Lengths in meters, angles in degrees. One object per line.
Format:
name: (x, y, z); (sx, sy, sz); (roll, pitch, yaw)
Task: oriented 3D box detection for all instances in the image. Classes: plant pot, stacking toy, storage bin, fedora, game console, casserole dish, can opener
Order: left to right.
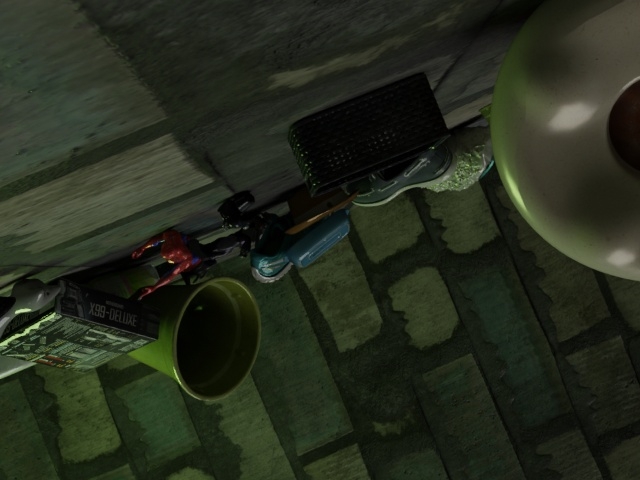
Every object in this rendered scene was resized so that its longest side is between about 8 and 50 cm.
game console: (-0.461, 0.076, 2.356); (0.122, 0.071, 0.107); (-22, -151, 14)
plant pot: (-0.321, 0.206, 1.828); (0.254, 0.276, 0.276); (6, -163, 37)
can opener: (-0.144, -0.048, 1.477); (0.073, 0.059, 0.186); (-23, 178, 3)
fedora: (-0.009, -0.087, 1.752); (0.194, 0.079, 0.194); (-31, -178, 1)
casserole dish: (0.000, 0.000, 1.787); (0.188, 0.037, 0.114); (-37, 165, -6)
storage bin: (0.058, -0.129, 0.998); (0.180, 0.084, 0.122); (-23, 179, -5)
plant pot: (0.382, -0.249, 1.648); (0.083, 0.079, 0.083); (-22, 178, -1)
stacking toy: (0.412, -0.198, 0.950); (0.350, 0.351, 0.480); (-23, -165, 30)

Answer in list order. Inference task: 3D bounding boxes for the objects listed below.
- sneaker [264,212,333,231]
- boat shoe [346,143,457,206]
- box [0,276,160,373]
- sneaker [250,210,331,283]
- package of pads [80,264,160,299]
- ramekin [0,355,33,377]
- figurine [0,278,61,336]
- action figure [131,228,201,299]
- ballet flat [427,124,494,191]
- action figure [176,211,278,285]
sneaker: (-0.050, -0.028, 2.447); (0.286, 0.130, 0.109); (-20, 180, -36)
boat shoe: (0.166, -0.166, 1.854); (0.319, 0.116, 0.099); (-14, 142, 45)
box: (-0.531, 0.193, 1.703); (0.242, 0.076, 0.307); (23, 144, -39)
sneaker: (-0.067, -0.020, 1.852); (0.275, 0.107, 0.110); (-52, 151, -27)
package of pads: (-0.547, 0.149, 1.947); (0.229, 0.101, 0.296); (-21, 179, 20)
ramekin: (-0.818, 0.280, 2.003); (0.277, 0.135, 0.277); (-22, 179, 0)
figurine: (-0.557, 0.127, 1.308); (0.209, 0.092, 0.215); (-27, 178, 16)
action figure: (-0.313, 0.042, 1.573); (0.139, 0.091, 0.280); (-31, 180, -7)
ballet flat: (0.298, -0.188, 1.935); (0.147, 0.147, 0.409); (-22, 178, -11)
action figure: (-0.212, 0.007, 1.912); (0.285, 0.099, 0.185); (-26, 171, -12)
